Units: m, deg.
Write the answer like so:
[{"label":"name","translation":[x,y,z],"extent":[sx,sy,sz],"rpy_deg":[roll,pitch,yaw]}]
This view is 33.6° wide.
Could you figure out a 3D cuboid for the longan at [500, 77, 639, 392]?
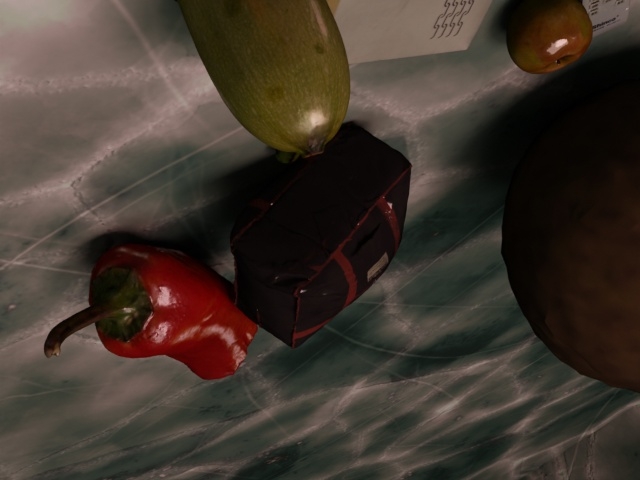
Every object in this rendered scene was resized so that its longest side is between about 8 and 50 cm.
[{"label":"longan","translation":[0.406,-0.009,1.291],"extent":[0.391,0.391,0.391],"rpy_deg":[-20,153,-10]}]

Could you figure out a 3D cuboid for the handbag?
[{"label":"handbag","translation":[0.000,0.000,1.175],"extent":[0.215,0.155,0.169],"rpy_deg":[-46,166,-22]}]

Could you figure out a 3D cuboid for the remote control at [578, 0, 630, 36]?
[{"label":"remote control","translation":[0.292,-0.267,1.097],"extent":[0.061,0.029,0.162],"rpy_deg":[-24,149,-5]}]

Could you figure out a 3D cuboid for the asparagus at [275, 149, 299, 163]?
[{"label":"asparagus","translation":[-0.018,-0.135,1.072],"extent":[0.036,0.030,0.165],"rpy_deg":[-2,149,-13]}]

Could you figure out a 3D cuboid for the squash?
[{"label":"squash","translation":[-0.040,-0.151,0.861],"extent":[0.123,0.187,0.123],"rpy_deg":[-19,160,-7]}]

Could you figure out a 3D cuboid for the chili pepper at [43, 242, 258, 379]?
[{"label":"chili pepper","translation":[-0.188,0.065,1.171],"extent":[0.131,0.134,0.338],"rpy_deg":[-44,155,7]}]

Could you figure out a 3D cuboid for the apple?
[{"label":"apple","translation":[0.235,-0.213,1.094],"extent":[0.089,0.074,0.089],"rpy_deg":[-20,156,-9]}]

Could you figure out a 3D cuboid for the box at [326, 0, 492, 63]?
[{"label":"box","translation":[0.094,-0.263,0.917],"extent":[0.210,0.045,0.270],"rpy_deg":[-13,151,-24]}]
